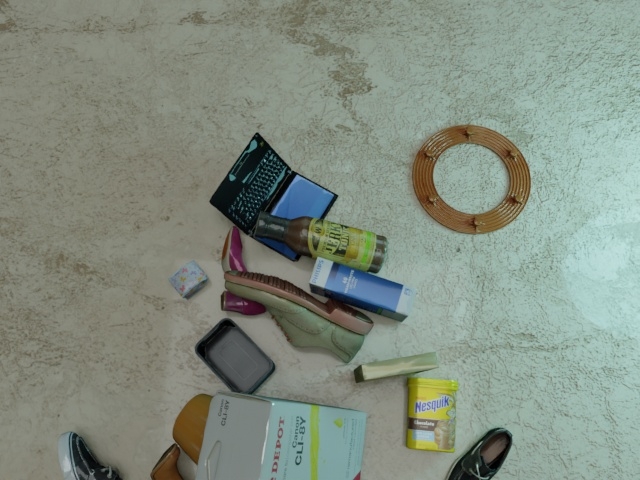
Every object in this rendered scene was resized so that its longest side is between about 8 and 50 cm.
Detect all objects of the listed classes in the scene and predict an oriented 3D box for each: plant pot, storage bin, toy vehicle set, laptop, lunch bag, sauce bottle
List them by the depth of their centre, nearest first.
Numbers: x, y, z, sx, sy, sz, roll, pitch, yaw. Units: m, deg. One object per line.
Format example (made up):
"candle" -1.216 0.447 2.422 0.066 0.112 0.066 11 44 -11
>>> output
"toy vehicle set" 0.170 0.304 1.354 0.166 0.267 0.035 -9 75 -3
"plant pot" -0.238 0.463 1.356 0.188 0.205 0.205 24 74 23
"storage bin" -0.215 0.299 1.452 0.180 0.084 0.122 43 78 12
"sauce bottle" 0.000 0.000 1.499 0.345 0.111 0.111 13 74 -7
"lunch bag" -0.349 0.105 1.526 0.083 0.053 0.071 -43 76 -2
"laptop" -0.120 -0.114 1.545 0.137 0.264 0.234 17 70 43

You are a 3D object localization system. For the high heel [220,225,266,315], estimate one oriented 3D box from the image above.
"high heel" -0.201 0.080 1.531 0.117 0.082 0.244 8 61 -22

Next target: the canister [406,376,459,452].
"canister" 0.275 0.430 1.417 0.126 0.073 0.169 4 75 2

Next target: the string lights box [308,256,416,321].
"string lights box" 0.104 0.130 1.475 0.260 0.133 0.076 18 76 5

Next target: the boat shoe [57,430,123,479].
"boat shoe" -0.522 0.583 1.357 0.102 0.108 0.301 -27 78 -7

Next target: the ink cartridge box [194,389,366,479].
"ink cartridge box" -0.071 0.488 1.230 0.160 0.385 0.279 -2 71 35

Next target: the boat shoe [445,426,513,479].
"boat shoe" 0.379 0.548 1.380 0.084 0.079 0.233 42 79 10

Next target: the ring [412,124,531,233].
"ring" 0.430 -0.181 1.620 0.337 0.032 0.336 0 74 -1

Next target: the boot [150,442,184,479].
"boot" -0.330 0.582 1.352 0.152 0.073 0.197 30 111 1

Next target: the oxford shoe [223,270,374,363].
"oxford shoe" -0.071 0.192 1.438 0.397 0.140 0.146 23 97 -1
